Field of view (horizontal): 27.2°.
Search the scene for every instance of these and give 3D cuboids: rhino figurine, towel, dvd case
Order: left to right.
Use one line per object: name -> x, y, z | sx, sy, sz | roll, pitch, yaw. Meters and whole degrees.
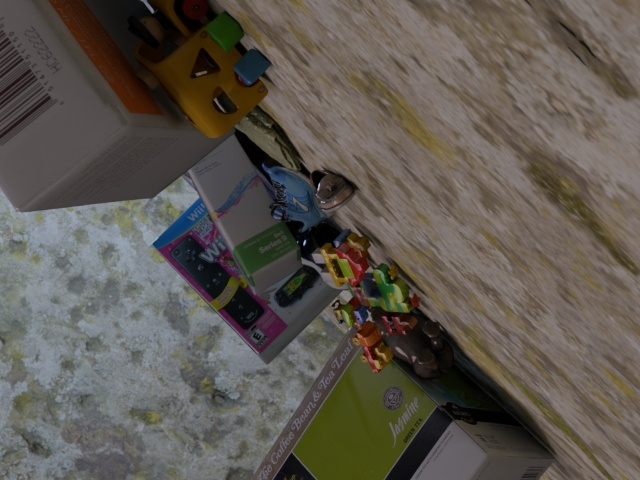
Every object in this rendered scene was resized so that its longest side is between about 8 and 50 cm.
towel -> -0.088, -0.153, 1.744 | 0.148, 0.027, 0.110 | 43, 173, 32
dvd case -> -0.089, -0.110, 2.102 | 0.180, 0.022, 0.253 | 43, 174, 38
rhino figurine -> 0.113, 0.121, 1.999 | 0.243, 0.073, 0.106 | 44, 171, 35

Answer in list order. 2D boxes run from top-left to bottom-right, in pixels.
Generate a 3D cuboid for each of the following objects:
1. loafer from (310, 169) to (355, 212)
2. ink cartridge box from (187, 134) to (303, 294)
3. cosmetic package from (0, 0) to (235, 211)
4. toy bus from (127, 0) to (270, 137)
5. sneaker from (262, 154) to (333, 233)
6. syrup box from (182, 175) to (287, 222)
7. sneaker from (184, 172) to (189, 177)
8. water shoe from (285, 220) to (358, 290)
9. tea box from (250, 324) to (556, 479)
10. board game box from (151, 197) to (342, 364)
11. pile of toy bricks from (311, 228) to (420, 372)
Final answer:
loafer -> 0.008, -0.063, 1.605 | 0.039, 0.045, 0.125 | 54, 176, -11
ink cartridge box -> -0.115, -0.042, 1.960 | 0.212, 0.093, 0.154 | 58, 175, 11
cosmetic package -> -0.275, -0.175, 1.565 | 0.230, 0.161, 0.453 | 54, -170, 2
toy bus -> -0.153, -0.205, 1.446 | 0.202, 0.104, 0.191 | 45, 174, 11
sneaker -> -0.040, -0.058, 1.828 | 0.063, 0.073, 0.162 | 42, 174, 39
syrup box -> -0.160, -0.095, 2.354 | 0.237, 0.096, 0.093 | 46, 173, 5
sneaker -> -0.232, -0.195, 2.140 | 0.146, 0.134, 0.343 | 32, 175, 40
water shoe -> 0.000, 0.000, 2.026 | 0.203, 0.073, 0.080 | 34, 136, 43
tea box -> 0.121, 0.359, 2.062 | 0.220, 0.329, 0.323 | 14, -156, -52
board game box -> -0.129, 0.042, 2.454 | 0.303, 0.224, 0.097 | 43, 175, 21
pile of toy bricks -> 0.087, 0.076, 1.824 | 0.105, 0.118, 0.212 | 1, 124, 42
